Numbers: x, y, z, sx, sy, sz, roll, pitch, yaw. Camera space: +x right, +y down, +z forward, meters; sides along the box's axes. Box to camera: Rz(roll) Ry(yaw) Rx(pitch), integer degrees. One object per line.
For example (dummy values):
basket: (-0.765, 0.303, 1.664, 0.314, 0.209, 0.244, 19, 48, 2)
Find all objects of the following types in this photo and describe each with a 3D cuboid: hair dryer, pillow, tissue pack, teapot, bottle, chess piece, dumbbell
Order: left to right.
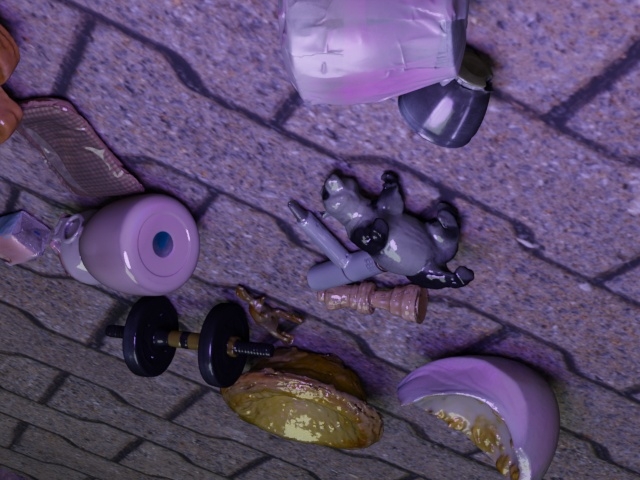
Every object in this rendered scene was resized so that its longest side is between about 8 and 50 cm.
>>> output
tissue pack: (-0.497, -0.004, 1.777, 0.094, 0.058, 0.074, -12, 138, 41)
pillow: (-0.348, -0.126, 1.518, 0.135, 0.034, 0.211, -1, 144, 32)
bottle: (-0.304, 0.009, 1.623, 0.237, 0.147, 0.147, -3, 146, 45)
dumbbell: (-0.226, 0.170, 1.846, 0.326, 0.143, 0.143, 4, 148, 24)
hair dryer: (-0.006, 0.001, 1.558, 0.183, 0.044, 0.155, 39, 143, -25)
chess piece: (0.074, 0.088, 1.642, 0.172, 0.060, 0.060, 6, 149, 24)
teapot: (0.058, -0.240, 1.027, 0.178, 0.221, 0.163, 0, -173, 11)
teapot: (0.126, -0.164, 1.149, 0.124, 0.092, 0.090, 19, 135, -16)

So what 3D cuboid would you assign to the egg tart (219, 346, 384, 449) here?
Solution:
egg tart: (-0.026, 0.279, 1.959, 0.315, 0.120, 0.315, 13, 153, 7)

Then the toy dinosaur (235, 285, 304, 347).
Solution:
toy dinosaur: (-0.095, 0.132, 1.831, 0.126, 0.039, 0.162, 29, 155, 0)

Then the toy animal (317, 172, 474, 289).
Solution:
toy animal: (0.095, -0.015, 1.425, 0.225, 0.093, 0.121, 28, 158, -22)

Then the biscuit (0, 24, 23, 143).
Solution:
biscuit: (-0.528, -0.238, 1.385, 0.351, 0.057, 0.312, 13, 149, 14)

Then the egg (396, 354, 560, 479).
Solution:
egg: (0.281, 0.262, 1.730, 0.271, 0.161, 0.206, 42, -166, 21)
